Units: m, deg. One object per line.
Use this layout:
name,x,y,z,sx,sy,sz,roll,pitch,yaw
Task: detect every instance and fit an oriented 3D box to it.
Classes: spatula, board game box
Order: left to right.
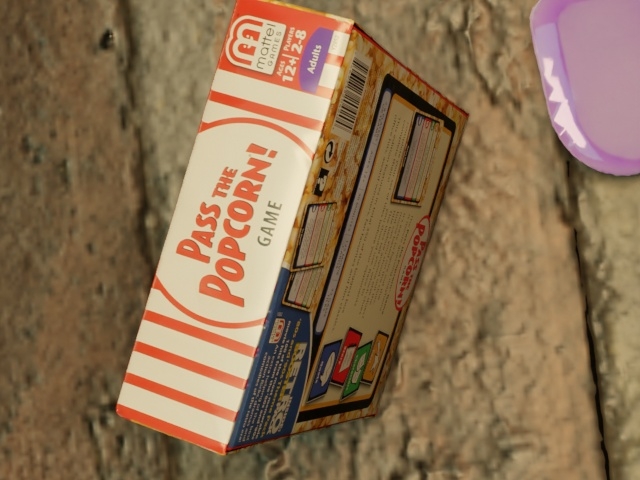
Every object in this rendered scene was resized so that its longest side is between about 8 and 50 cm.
board game box,0.000,0.000,0.530,0.045,0.193,0.147,17,91,17
spatula,0.237,-0.091,0.550,0.296,0.030,0.084,-12,84,15
